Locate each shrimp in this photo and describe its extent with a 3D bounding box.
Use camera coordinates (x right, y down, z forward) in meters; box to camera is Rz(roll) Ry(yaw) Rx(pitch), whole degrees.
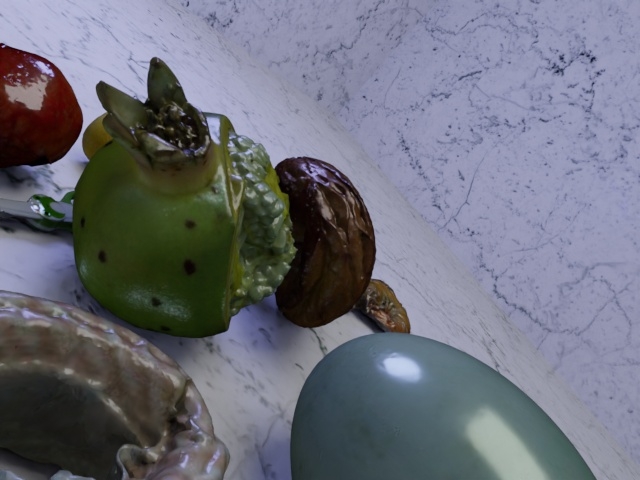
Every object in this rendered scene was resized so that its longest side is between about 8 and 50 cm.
[{"bbox_3d":[0.124,0.150,1.148,0.317,0.062,0.164,21,32,-57],"label":"shrimp"}]

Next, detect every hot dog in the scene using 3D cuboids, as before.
[{"bbox_3d":[0.000,0.000,0.851,0.387,0.174,0.267,-39,124,-85],"label":"hot dog"}]

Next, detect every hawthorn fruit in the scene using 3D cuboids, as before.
[{"bbox_3d":[-0.363,-0.142,0.602,0.148,0.148,0.172,36,28,-25],"label":"hawthorn fruit"}]

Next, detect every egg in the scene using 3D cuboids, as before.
[{"bbox_3d":[0.126,0.267,0.519,0.389,0.276,0.276,49,18,22],"label":"egg"}]

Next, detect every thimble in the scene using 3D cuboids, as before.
[{"bbox_3d":[-0.191,0.143,0.325,0.196,0.148,0.229,51,16,28],"label":"thimble"}]

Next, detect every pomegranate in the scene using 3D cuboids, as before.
[{"bbox_3d":[-0.155,-0.038,0.578,0.260,0.260,0.341,55,-17,32],"label":"pomegranate"}]

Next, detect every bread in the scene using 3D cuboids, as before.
[{"bbox_3d":[-0.280,-0.145,0.862,0.094,0.102,0.245,40,15,10],"label":"bread"}]

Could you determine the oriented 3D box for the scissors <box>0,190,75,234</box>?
[{"bbox_3d":[-0.325,-0.032,0.614,0.101,0.027,0.204,50,17,23],"label":"scissors"}]
